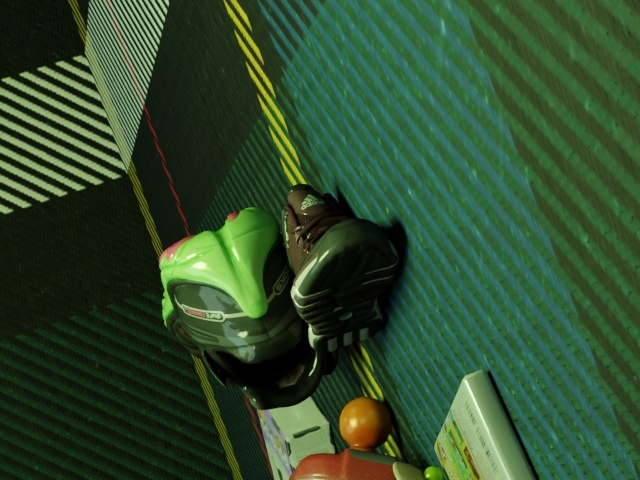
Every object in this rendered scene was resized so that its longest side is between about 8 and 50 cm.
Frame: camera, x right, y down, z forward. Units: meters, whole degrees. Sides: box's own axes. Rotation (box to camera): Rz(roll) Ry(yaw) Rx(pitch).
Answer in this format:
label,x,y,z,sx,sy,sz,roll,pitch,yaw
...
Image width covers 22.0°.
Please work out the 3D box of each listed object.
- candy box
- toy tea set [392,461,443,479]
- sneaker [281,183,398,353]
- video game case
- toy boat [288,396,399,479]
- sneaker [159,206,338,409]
label,x,y,z,sx,sy,sz,roll,pitch,yaw
candy box,-0.025,0.314,2.340,0.165,0.070,0.196,-131,26,-61
toy tea set,0.136,0.325,1.487,0.200,0.124,0.336,36,-162,-54
sneaker,0.000,0.000,1.667,0.281,0.106,0.162,99,153,-67
video game case,0.168,0.250,1.468,0.206,0.026,0.227,99,149,-66
toy boat,0.044,0.249,1.836,0.231,0.151,0.151,113,167,-72
sneaker,-0.083,0.114,1.936,0.483,0.185,0.202,67,178,-77
